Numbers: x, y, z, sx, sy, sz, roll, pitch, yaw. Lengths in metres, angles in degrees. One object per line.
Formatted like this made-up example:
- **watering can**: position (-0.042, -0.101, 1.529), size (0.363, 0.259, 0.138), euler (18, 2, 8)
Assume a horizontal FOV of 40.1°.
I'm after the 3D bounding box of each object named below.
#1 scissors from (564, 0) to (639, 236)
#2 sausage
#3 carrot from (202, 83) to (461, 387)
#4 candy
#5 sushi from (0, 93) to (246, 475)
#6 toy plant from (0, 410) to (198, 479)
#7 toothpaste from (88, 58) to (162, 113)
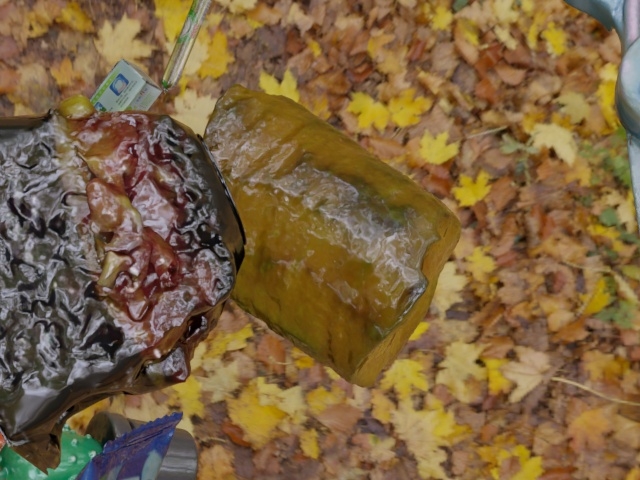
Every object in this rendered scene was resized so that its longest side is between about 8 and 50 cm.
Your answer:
- **scissors**: position (0.160, -0.071, 0.394), size (0.125, 0.030, 0.256), euler (-1, 70, 13)
- **sausage**: position (-0.237, -0.395, 1.619), size (0.032, 0.033, 0.269), euler (22, 91, -10)
- **carrot**: position (0.000, 0.000, 1.012), size (0.340, 0.241, 0.241), euler (36, 73, 25)
- **candy**: position (-0.302, 0.369, 1.185), size (0.077, 0.187, 0.331), euler (33, 108, 17)
- **sushi**: position (-0.121, 0.005, 0.475), size (0.150, 0.153, 0.172), euler (-25, 66, -12)
- **toy plant**: position (-0.434, 0.424, 1.648), size (0.400, 0.185, 0.280), euler (15, 58, -37)
- **toothpaste**: position (-0.448, -0.194, 1.707), size (0.081, 0.067, 0.336), euler (44, 100, 22)
